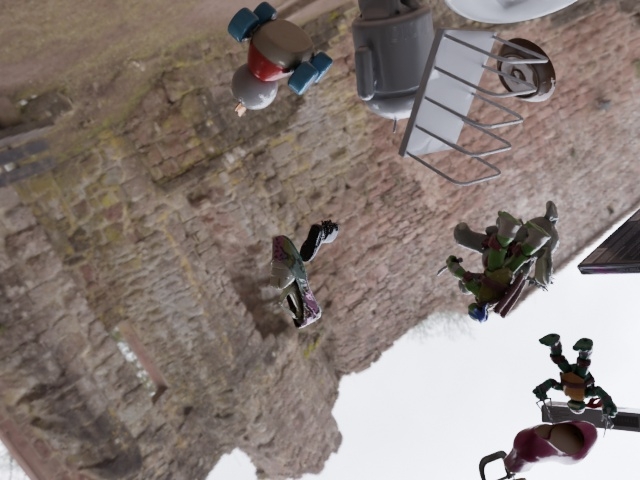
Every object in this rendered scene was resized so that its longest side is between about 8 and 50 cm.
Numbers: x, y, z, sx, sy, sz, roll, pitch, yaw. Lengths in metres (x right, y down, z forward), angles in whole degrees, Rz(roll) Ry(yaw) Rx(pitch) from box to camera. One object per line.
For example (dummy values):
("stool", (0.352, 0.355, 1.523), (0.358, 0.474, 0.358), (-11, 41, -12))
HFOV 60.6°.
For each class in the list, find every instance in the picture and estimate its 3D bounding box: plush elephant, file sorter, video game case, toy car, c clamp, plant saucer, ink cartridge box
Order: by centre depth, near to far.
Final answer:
("video game case", (0.569, -0.012, 0.863), (0.196, 0.026, 0.274), (-37, -173, -16))
("file sorter", (0.325, -0.282, 1.158), (0.192, 0.278, 0.173), (-17, -137, -39))
("toy car", (-0.136, -0.404, 1.330), (0.238, 0.219, 0.210), (-46, -174, 35))
("plant saucer", (0.564, -0.467, 1.535), (0.036, 0.199, 0.198), (-37, -163, -14))
("plush elephant", (0.579, 0.019, 1.611), (0.329, 0.256, 0.272), (15, -132, 2))
("ink cartridge box", (0.856, 0.539, 1.706), (0.275, 0.060, 0.238), (-5, 171, 33))
("c clamp", (0.564, 0.741, 1.734), (0.160, 0.137, 0.022), (3, 169, -30))

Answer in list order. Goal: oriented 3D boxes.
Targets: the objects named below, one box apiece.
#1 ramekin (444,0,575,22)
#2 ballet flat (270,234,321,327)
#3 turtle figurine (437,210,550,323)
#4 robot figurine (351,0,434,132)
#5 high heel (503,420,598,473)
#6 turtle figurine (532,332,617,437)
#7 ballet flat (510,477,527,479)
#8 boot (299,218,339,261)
("ramekin", (0.285, -0.431, 0.768), (0.277, 0.135, 0.277), (-1, 168, 0))
("ballet flat", (-0.062, 0.097, 1.150), (0.076, 0.222, 0.079), (12, -137, 44))
("turtle figurine", (0.426, 0.053, 1.371), (0.266, 0.197, 0.274), (-64, 167, 22))
("robot figurine", (0.191, -0.463, 1.391), (0.299, 0.354, 0.199), (-34, -144, -30))
("high heel", (0.465, 0.373, 1.052), (0.243, 0.117, 0.082), (-3, -138, -22))
("turtle figurine", (0.581, 0.333, 1.261), (0.175, 0.234, 0.118), (-7, -164, 29))
("ballet flat", (0.601, 0.763, 1.536), (0.067, 0.073, 0.206), (-38, -134, 15))
("boot", (-0.001, 0.000, 1.485), (0.045, 0.121, 0.099), (32, -158, 26))
